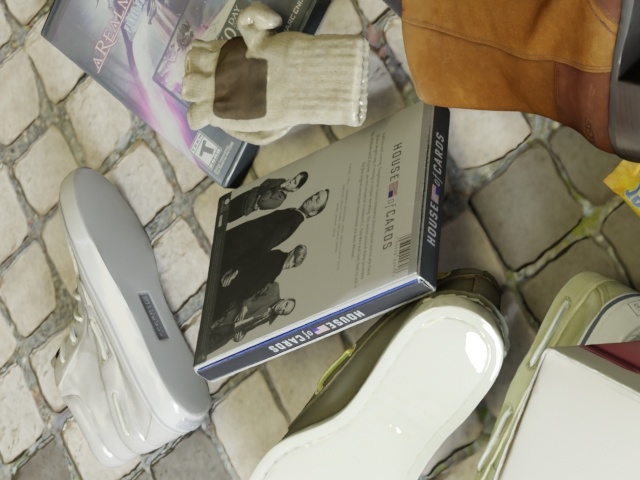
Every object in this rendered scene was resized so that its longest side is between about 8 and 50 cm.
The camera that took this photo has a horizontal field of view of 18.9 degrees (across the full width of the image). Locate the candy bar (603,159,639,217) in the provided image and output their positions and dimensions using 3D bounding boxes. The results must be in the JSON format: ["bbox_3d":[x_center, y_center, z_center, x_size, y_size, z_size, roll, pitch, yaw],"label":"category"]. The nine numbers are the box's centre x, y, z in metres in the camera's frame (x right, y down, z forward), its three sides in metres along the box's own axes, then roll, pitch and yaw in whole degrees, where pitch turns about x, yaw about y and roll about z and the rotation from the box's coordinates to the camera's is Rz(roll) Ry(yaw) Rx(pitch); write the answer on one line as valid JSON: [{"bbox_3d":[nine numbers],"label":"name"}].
[{"bbox_3d":[0.267,-0.001,1.387,0.040,0.018,0.161,-51,60,26],"label":"candy bar"}]

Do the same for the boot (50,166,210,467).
[{"bbox_3d":[-0.201,0.072,1.702,0.123,0.095,0.258,-32,71,26],"label":"boot"}]

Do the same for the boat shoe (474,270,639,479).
[{"bbox_3d":[0.169,0.165,1.424,0.302,0.109,0.094,-62,35,13],"label":"boat shoe"}]

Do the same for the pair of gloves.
[{"bbox_3d":[-0.035,-0.199,1.582,0.204,0.042,0.240,-5,84,41],"label":"pair of gloves"}]

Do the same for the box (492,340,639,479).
[{"bbox_3d":[0.243,0.150,1.266,0.148,0.232,0.127,29,107,35],"label":"box"}]

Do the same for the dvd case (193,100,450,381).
[{"bbox_3d":[0.000,0.000,1.537,0.239,0.029,0.179,-23,45,35],"label":"dvd case"}]

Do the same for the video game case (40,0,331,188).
[{"bbox_3d":[-0.125,-0.199,1.694,0.274,0.026,0.196,39,112,31],"label":"video game case"}]

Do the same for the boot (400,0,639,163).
[{"bbox_3d":[0.162,-0.200,1.364,0.280,0.096,0.264,24,133,50],"label":"boot"}]

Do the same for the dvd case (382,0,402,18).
[{"bbox_3d":[0.099,-0.252,1.521,0.221,0.018,0.164,47,117,28],"label":"dvd case"}]

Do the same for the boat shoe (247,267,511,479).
[{"bbox_3d":[0.042,0.142,1.516,0.109,0.091,0.305,36,119,-7],"label":"boat shoe"}]
